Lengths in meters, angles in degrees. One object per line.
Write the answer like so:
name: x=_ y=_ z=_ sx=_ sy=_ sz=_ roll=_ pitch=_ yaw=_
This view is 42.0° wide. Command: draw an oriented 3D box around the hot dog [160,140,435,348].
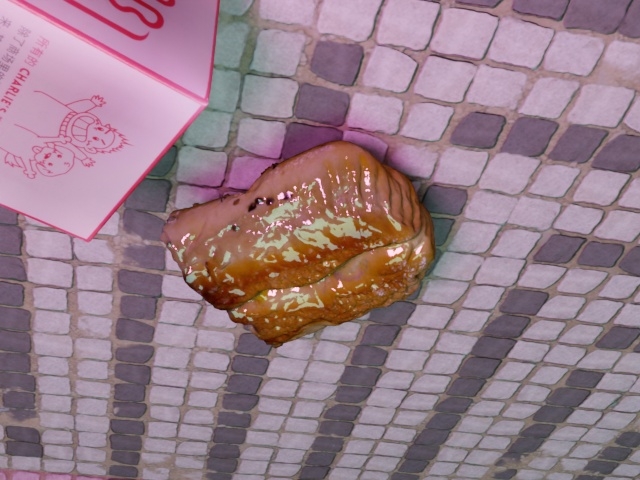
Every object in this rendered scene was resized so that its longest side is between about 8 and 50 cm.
hot dog: x=0.000 y=0.000 z=1.369 sx=0.365 sy=0.196 sz=0.367 roll=-20 pitch=142 yaw=24

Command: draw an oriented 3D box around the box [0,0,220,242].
box: x=-0.321 y=-0.236 z=0.992 sx=0.312 sy=0.300 sz=0.314 roll=27 pitch=133 yaw=-28
